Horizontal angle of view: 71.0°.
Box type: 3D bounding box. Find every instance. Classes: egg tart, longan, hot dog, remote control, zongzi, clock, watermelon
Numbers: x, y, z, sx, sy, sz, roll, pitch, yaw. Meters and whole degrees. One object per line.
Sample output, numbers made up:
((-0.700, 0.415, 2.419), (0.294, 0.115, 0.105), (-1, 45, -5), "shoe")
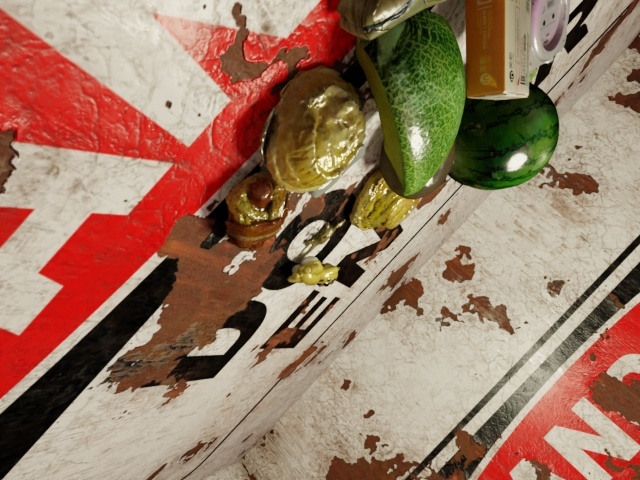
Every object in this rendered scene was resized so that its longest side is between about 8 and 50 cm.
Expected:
((0.003, -0.193, 0.829), (0.252, 0.098, 0.232), (-37, 134, -28), "egg tart")
((0.255, -0.221, 1.193), (0.196, 0.196, 0.220), (-17, 132, -52), "longan")
((-0.127, -0.047, 0.909), (0.146, 0.103, 0.213), (-39, 159, -25), "hot dog")
((0.047, -0.172, 1.119), (0.184, 0.027, 0.050), (-42, 159, -14), "remote control")
((0.126, -0.450, 0.661), (0.228, 0.115, 0.256), (-35, 151, -17), "zongzi")
((0.577, -0.594, 1.185), (0.227, 0.090, 0.248), (-37, 130, -26), "clock")
((0.530, -0.315, 1.346), (0.363, 0.363, 0.363), (-39, 158, -19), "watermelon")
((0.221, -0.130, 1.393), (0.294, 0.123, 0.294), (-41, 159, -20), "egg tart")

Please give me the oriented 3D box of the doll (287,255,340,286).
((-0.016, 0.105, 1.418), (0.117, 0.086, 0.291), (-32, 164, 14), "doll")

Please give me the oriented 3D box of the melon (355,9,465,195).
((0.183, -0.294, 0.920), (0.331, 0.226, 0.343), (-63, 166, 0), "melon")

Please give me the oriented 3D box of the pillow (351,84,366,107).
((0.018, -0.230, 0.951), (0.135, 0.034, 0.211), (-5, 133, -58), "pillow")

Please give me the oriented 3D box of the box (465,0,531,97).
((0.398, -0.452, 0.995), (0.221, 0.091, 0.274), (-17, 107, -51), "box")

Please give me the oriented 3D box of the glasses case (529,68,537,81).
((0.592, -0.536, 1.400), (0.272, 0.095, 0.062), (-18, 137, -50), "glasses case")

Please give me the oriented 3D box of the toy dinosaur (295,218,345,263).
((0.000, 0.000, 1.332), (0.126, 0.039, 0.162), (-26, 161, -50), "toy dinosaur")
